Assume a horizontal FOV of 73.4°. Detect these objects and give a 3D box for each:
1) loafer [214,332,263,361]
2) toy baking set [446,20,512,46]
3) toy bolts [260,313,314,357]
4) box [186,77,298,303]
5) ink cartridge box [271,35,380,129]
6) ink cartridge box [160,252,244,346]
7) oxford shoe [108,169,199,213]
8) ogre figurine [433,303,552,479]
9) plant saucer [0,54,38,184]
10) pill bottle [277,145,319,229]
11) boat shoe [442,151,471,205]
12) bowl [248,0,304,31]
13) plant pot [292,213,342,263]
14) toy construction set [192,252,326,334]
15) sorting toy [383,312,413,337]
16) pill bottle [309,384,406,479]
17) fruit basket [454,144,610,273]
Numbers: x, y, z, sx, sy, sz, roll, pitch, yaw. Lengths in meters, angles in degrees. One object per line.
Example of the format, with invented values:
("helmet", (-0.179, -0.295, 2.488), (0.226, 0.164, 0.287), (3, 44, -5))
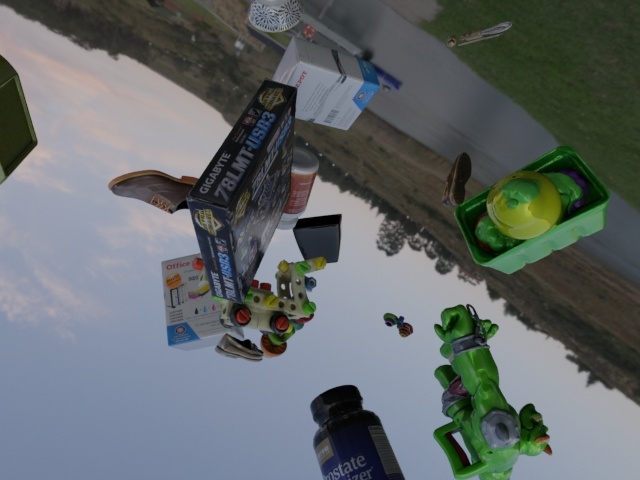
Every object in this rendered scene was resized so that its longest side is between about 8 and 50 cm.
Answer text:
("loafer", (-0.146, 0.205, 0.821), (0.045, 0.039, 0.125), (21, 174, 36))
("toy baking set", (0.491, -0.649, 1.339), (0.256, 0.197, 0.030), (-56, -48, -53))
("toy bolts", (-0.163, 0.312, 1.614), (0.228, 0.158, 0.218), (-20, -117, -47))
("box", (-0.123, -0.080, 0.775), (0.073, 0.293, 0.295), (16, -124, 6))
("ink cartridge box", (0.004, -0.321, 0.900), (0.191, 0.139, 0.082), (6, -121, -29))
("ink cartridge box", (-0.323, 0.168, 1.191), (0.168, 0.171, 0.232), (83, 175, -71))
("oxford shoe", (-0.598, -0.175, 1.618), (0.364, 0.130, 0.132), (-2, -115, -39))
("ogre figurine", (0.153, 0.162, 0.418), (0.097, 0.197, 0.118), (-1, -137, -8))
("plant saucer", (-0.526, -0.191, 0.700), (0.045, 0.188, 0.188), (2, -142, -10))
("pill bottle", (-0.086, -0.138, 1.180), (0.121, 0.216, 0.121), (12, -141, -9))
("boat shoe", (0.403, -0.184, 1.283), (0.064, 0.178, 0.060), (29, 160, -28))
("bowl", (-0.135, -0.700, 1.251), (0.170, 0.170, 0.080), (39, 164, 19))
("plant pot", (0.000, 0.000, 1.740), (0.188, 0.167, 0.187), (-6, -165, 6))
("toy construction set", (-0.144, 0.112, 1.032), (0.328, 0.215, 0.151), (12, 159, -20))
("sorting toy", (0.233, 0.260, 1.300), (0.102, 0.061, 0.042), (27, -130, 9))
("pill bottle", (0.059, 0.354, 0.689), (0.123, 0.123, 0.219), (21, -148, -40))
("fruit basket", (0.548, -0.096, 1.164), (0.392, 0.392, 0.283), (25, -141, -29))
